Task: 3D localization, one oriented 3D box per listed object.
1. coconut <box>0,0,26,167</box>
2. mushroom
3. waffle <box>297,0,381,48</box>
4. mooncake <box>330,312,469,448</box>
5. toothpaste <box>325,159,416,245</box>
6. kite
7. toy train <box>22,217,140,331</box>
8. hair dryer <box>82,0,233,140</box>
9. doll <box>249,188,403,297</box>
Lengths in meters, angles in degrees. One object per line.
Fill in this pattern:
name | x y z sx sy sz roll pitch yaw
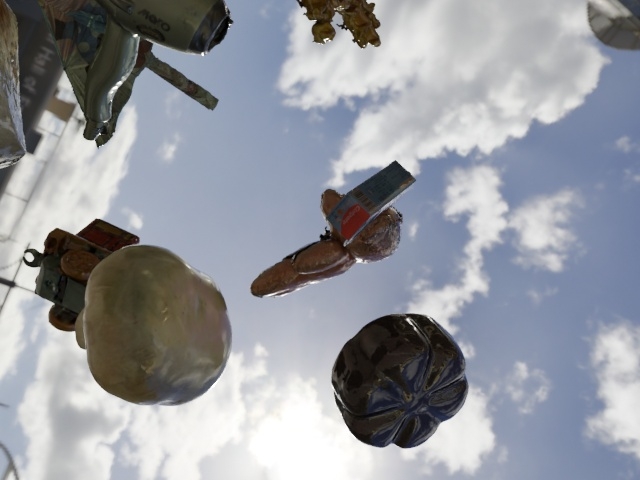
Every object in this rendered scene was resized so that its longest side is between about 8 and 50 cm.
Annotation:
coconut | -0.538 -0.225 0.887 0.345 0.415 0.415 -36 -140 31
mushroom | -0.269 0.134 1.108 0.234 0.260 0.254 -13 -164 24
waffle | 0.023 -0.518 1.514 0.069 0.293 0.259 -16 -91 29
mooncake | 0.137 0.239 1.253 0.245 0.245 0.133 -58 -148 12
toothpaste | 0.066 -0.051 0.999 0.070 0.044 0.193 -48 174 30
kite | -0.293 -0.302 1.170 0.335 0.314 0.011 -62 -154 2
toy train | -0.406 0.086 1.473 0.231 0.369 0.163 -66 -179 -59
hair dryer | -0.217 -0.221 0.663 0.225 0.219 0.088 -26 -159 36
doll | 0.000 0.000 1.335 0.303 0.201 0.156 -24 -94 11
